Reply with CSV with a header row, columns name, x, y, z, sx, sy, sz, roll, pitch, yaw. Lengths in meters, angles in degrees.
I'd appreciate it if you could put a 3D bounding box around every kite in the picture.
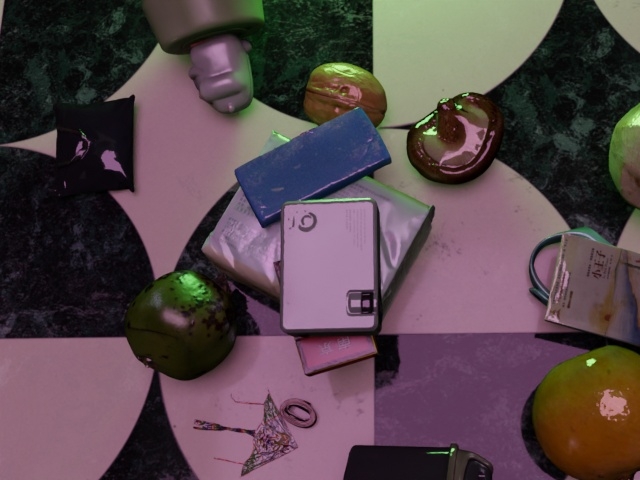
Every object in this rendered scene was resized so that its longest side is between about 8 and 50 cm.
name,x,y,z,sx,sy,sz,roll,pitch,yaw
kite,-0.164,0.421,1.876,0.244,0.006,0.198,11,76,12

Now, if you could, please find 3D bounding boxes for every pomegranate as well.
name,x,y,z,sx,sy,sz,roll,pitch,yaw
pomegranate,-0.290,0.174,1.852,0.254,0.254,0.270,41,66,17

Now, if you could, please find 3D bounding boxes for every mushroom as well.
name,x,y,z,sx,sy,sz,roll,pitch,yaw
mushroom,0.313,-0.226,1.943,0.231,0.138,0.194,-26,85,11

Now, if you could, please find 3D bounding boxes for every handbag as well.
name,x,y,z,sx,sy,sz,roll,pitch,yaw
handbag,-0.560,-0.233,2.090,0.211,0.089,0.254,-4,77,5

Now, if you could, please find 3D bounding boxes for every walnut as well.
name,x,y,z,sx,sy,sz,roll,pitch,yaw
walnut,0.058,-0.329,1.990,0.197,0.165,0.165,26,79,18

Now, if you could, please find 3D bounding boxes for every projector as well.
name,x,y,z,sx,sy,sz,roll,pitch,yaw
projector,0.024,0.055,1.632,0.192,0.099,0.257,-3,77,10

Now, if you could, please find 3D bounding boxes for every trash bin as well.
name,x,y,z,sx,sy,sz,roll,pitch,yaw
trash bin,0.193,0.516,1.692,0.290,0.182,0.209,1,48,14

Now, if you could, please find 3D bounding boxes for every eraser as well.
name,x,y,z,sx,sy,sz,roll,pitch,yaw
eraser,-0.016,-0.157,1.792,0.312,0.042,0.144,-27,69,-4

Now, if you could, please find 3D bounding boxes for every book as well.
name,x,y,z,sx,sy,sz,roll,pitch,yaw
book,0.626,0.113,1.770,0.289,0.026,0.201,15,76,5

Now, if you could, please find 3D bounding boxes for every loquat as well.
name,x,y,z,sx,sy,sz,roll,pitch,yaw
loquat,0.550,0.348,1.651,0.275,0.275,0.275,-2,73,8

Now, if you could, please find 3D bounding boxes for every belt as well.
name,x,y,z,sx,sy,sz,roll,pitch,yaw
belt,-0.047,0.376,1.857,0.083,0.036,0.059,23,77,12

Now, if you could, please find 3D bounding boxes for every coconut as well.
name,x,y,z,sx,sy,sz,roll,pitch,yaw
coconut,0.748,-0.173,1.777,0.254,0.297,0.297,-44,72,-8

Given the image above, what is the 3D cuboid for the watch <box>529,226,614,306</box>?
name,x,y,z,sx,sy,sz,roll,pitch,yaw
watch,0.568,0.081,1.838,0.195,0.068,0.237,-45,72,-5

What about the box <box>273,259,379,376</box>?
name,x,y,z,sx,sy,sz,roll,pitch,yaw
box,0.011,0.136,1.700,0.153,0.074,0.240,-17,77,2

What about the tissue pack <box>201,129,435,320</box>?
name,x,y,z,sx,sy,sz,roll,pitch,yaw
tissue pack,0.000,0.000,1.873,0.405,0.205,0.332,27,79,15

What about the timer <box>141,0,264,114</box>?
name,x,y,z,sx,sy,sz,roll,pitch,yaw
timer,-0.250,-0.457,2.044,0.291,0.291,0.315,-15,93,4
